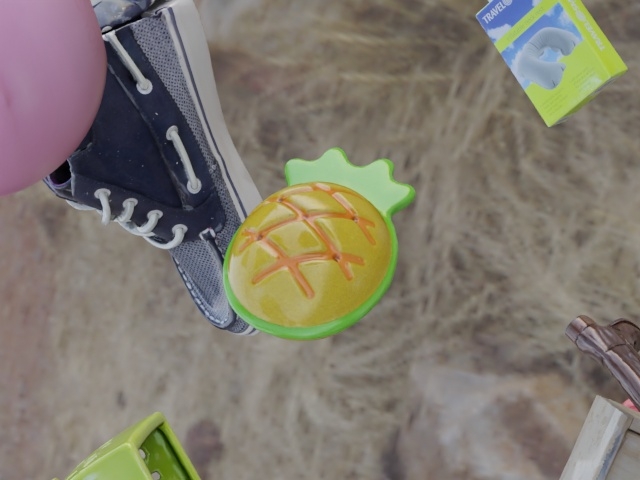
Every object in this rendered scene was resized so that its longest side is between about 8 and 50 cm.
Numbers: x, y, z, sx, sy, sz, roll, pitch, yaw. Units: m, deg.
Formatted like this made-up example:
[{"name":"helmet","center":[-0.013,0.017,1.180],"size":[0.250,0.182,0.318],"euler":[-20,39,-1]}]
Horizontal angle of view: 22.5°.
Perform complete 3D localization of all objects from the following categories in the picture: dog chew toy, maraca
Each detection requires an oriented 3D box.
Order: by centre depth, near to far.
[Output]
[{"name":"dog chew toy","center":[-0.308,-0.092,1.023],"size":[0.206,0.332,0.206],"euler":[55,162,28]},{"name":"maraca","center":[0.000,0.000,1.203],"size":[0.099,0.127,0.185],"euler":[89,-158,-50]}]

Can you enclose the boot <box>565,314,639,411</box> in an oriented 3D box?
[{"name":"boot","center":[0.253,0.107,1.243],"size":[0.114,0.106,0.037],"euler":[45,114,36]}]

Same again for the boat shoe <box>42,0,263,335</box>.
[{"name":"boat shoe","center":[-0.149,-0.042,1.335],"size":[0.127,0.158,0.340],"euler":[9,125,48]}]

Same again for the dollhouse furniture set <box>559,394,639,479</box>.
[{"name":"dollhouse furniture set","center":[0.339,0.271,1.155],"size":[0.394,0.256,0.362],"euler":[-140,73,-79]}]

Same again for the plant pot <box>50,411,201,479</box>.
[{"name":"plant pot","center":[-0.252,0.371,2.014],"size":[0.207,0.228,0.227],"euler":[-28,1,6]}]

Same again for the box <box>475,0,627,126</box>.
[{"name":"box","center":[0.253,-0.232,1.808],"size":[0.109,0.042,0.178],"euler":[-41,77,43]}]

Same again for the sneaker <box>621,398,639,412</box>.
[{"name":"sneaker","center":[0.383,0.293,1.829],"size":[0.128,0.087,0.221],"euler":[-75,-27,-56]}]
